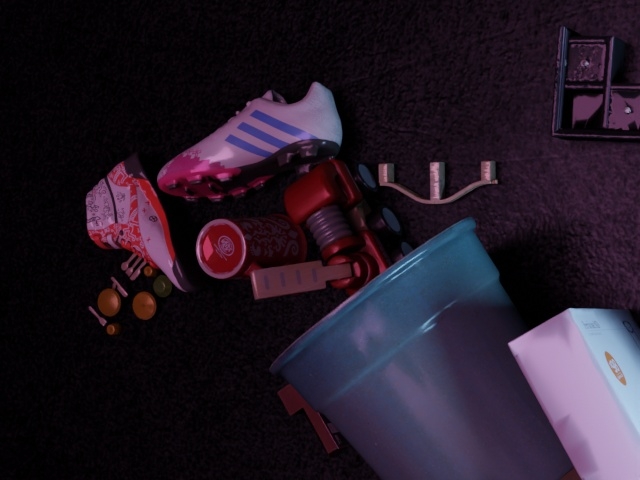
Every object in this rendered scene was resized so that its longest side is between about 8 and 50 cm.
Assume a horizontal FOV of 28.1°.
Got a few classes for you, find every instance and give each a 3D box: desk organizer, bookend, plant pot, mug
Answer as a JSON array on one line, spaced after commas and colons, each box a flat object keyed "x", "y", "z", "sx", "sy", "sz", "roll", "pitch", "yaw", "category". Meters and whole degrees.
[{"x": -0.010, "y": 0.278, "z": 2.004, "sx": 0.050, "sy": 0.047, "sz": 0.130, "roll": -38, "pitch": 73, "yaw": 25, "category": "desk organizer"}, {"x": 0.408, "y": -0.215, "z": 1.767, "sx": 0.157, "sy": 0.072, "sz": 0.156, "roll": 6, "pitch": 92, "yaw": 28, "category": "bookend"}, {"x": 0.165, "y": 0.203, "z": 1.687, "sx": 0.341, "sy": 0.341, "sz": 0.334, "roll": -40, "pitch": 80, "yaw": 22, "category": "plant pot"}, {"x": -0.095, "y": 0.016, "z": 1.981, "sx": 0.150, "sy": 0.169, "sz": 0.113, "roll": 15, "pitch": 96, "yaw": 28, "category": "mug"}]

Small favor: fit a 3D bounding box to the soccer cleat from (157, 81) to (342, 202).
[{"x": -0.112, "y": -0.157, "z": 2.039, "sx": 0.331, "sy": 0.116, "sz": 0.143, "roll": -13, "pitch": 68, "yaw": 26, "category": "soccer cleat"}]

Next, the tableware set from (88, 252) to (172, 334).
[{"x": -0.321, "y": 0.100, "z": 2.189, "sx": 0.104, "sy": 0.024, "sz": 0.154, "roll": 47, "pitch": 109, "yaw": 17, "category": "tableware set"}]

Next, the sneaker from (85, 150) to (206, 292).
[{"x": -0.298, "y": -0.002, "z": 2.134, "sx": 0.145, "sy": 0.090, "sz": 0.270, "roll": -34, "pitch": 70, "yaw": 20, "category": "sneaker"}]

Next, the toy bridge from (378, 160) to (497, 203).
[{"x": 0.176, "y": -0.087, "z": 1.917, "sx": 0.188, "sy": 0.026, "sz": 0.063, "roll": 1, "pitch": 93, "yaw": 28, "category": "toy bridge"}]

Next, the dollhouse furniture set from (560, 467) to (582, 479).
[{"x": 0.277, "y": 0.357, "z": 1.860, "sx": 0.151, "sy": 0.123, "sz": 0.144, "roll": -35, "pitch": 70, "yaw": -13, "category": "dollhouse furniture set"}]

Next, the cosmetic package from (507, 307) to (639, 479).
[{"x": 0.386, "y": 0.228, "z": 1.602, "sx": 0.097, "sy": 0.377, "sz": 0.284, "roll": -34, "pitch": 75, "yaw": 18, "category": "cosmetic package"}]

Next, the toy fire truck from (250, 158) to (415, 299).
[{"x": 0.000, "y": 0.000, "z": 1.886, "sx": 0.158, "sy": 0.246, "sz": 0.217, "roll": -34, "pitch": 75, "yaw": 24, "category": "toy fire truck"}]
